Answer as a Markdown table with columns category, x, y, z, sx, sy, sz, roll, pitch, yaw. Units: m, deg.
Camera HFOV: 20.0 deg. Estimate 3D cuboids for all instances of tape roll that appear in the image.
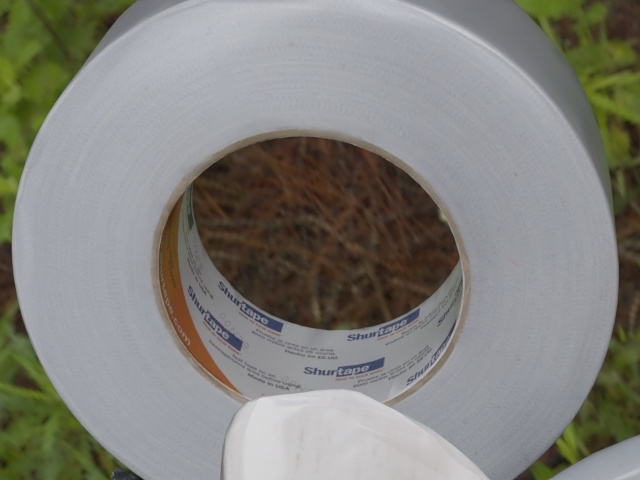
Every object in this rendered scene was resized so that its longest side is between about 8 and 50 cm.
| category | x | y | z | sx | sy | sz | roll | pitch | yaw |
| --- | --- | --- | --- | --- | --- | --- | --- | --- | --- |
| tape roll | 0.000 | 0.000 | 0.675 | 0.219 | 0.219 | 0.072 | -15 | 21 | 13 |

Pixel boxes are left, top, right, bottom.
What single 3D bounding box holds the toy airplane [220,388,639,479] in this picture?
| category | x | y | z | sx | sy | sz | roll | pitch | yaw |
| --- | --- | --- | --- | --- | --- | --- | --- | --- | --- |
| toy airplane | 0.158 | 0.094 | 0.491 | 0.386 | 0.384 | 0.272 | 8 | 78 | 39 |

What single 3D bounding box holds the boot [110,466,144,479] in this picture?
| category | x | y | z | sx | sy | sz | roll | pitch | yaw |
| --- | --- | --- | --- | --- | --- | --- | --- | --- | --- |
| boot | -0.088 | 0.161 | 0.900 | 0.099 | 0.121 | 0.045 | -19 | 41 | -29 |
